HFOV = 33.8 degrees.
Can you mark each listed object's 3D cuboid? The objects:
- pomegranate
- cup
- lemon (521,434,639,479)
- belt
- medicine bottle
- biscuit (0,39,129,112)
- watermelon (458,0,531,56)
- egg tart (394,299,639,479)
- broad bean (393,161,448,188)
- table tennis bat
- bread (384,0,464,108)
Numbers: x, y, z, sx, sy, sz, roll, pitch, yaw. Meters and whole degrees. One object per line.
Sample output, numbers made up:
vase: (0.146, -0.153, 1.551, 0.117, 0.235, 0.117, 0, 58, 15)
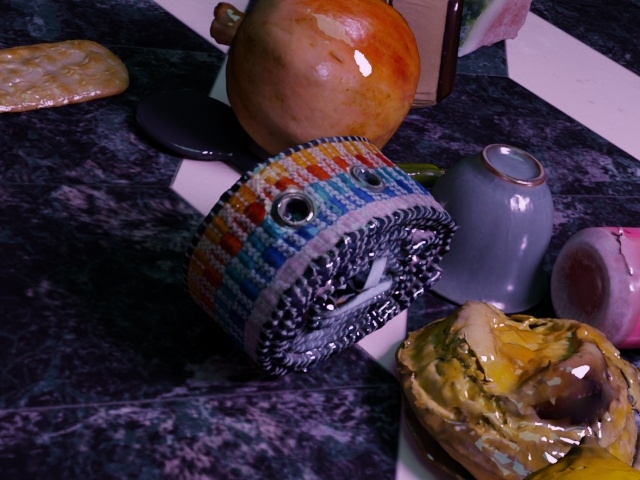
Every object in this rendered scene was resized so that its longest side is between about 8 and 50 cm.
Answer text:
pomegranate: (-0.016, -0.217, 1.311, 0.270, 0.229, 0.252, 28, 26, -10)
cup: (0.202, -0.032, 1.247, 0.199, 0.150, 0.199, 12, 36, -9)
lemon: (0.198, 0.286, 0.746, 0.229, 0.228, 0.253, 14, 41, -7)
belt: (0.000, 0.000, 1.061, 0.160, 0.206, 0.295, 40, 42, 24)
medicine bottle: (0.402, 0.055, 1.231, 0.247, 0.147, 0.147, 2, 38, -24)
biscuit: (-0.355, -0.210, 1.331, 0.247, 0.029, 0.118, -20, 51, -42)
watermelon: (0.239, -0.438, 1.803, 0.310, 0.232, 0.193, -44, 62, -3)
egg tart: (0.216, 0.140, 1.052, 0.297, 0.132, 0.297, 13, 29, -7)
broad bean: (0.037, -0.069, 1.264, 0.298, 0.060, 0.043, -9, 77, -17)
table tennis bat: (-0.132, -0.129, 1.331, 0.236, 0.027, 0.150, 36, 38, 24)
bread: (0.091, -0.292, 1.493, 0.212, 0.224, 0.142, 12, 26, 16)
